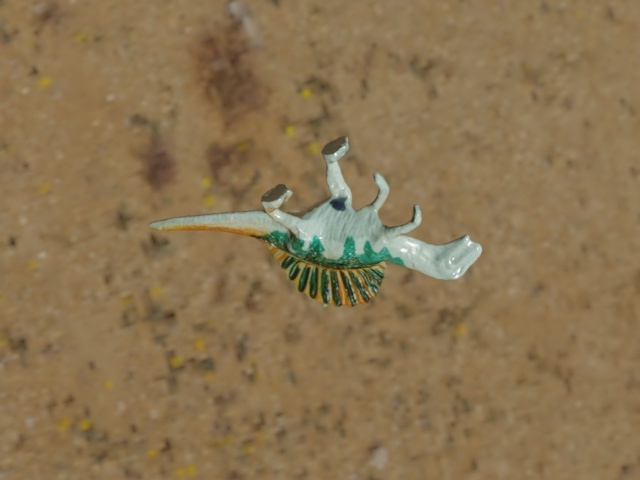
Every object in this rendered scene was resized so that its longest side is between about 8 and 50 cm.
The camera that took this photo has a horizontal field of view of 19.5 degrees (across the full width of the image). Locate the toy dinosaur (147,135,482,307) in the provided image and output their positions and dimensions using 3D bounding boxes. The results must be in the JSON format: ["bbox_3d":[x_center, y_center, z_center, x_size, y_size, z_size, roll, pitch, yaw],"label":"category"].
[{"bbox_3d":[-0.001,0.003,1.128,0.106,0.187,0.044,56,24,-29],"label":"toy dinosaur"}]
